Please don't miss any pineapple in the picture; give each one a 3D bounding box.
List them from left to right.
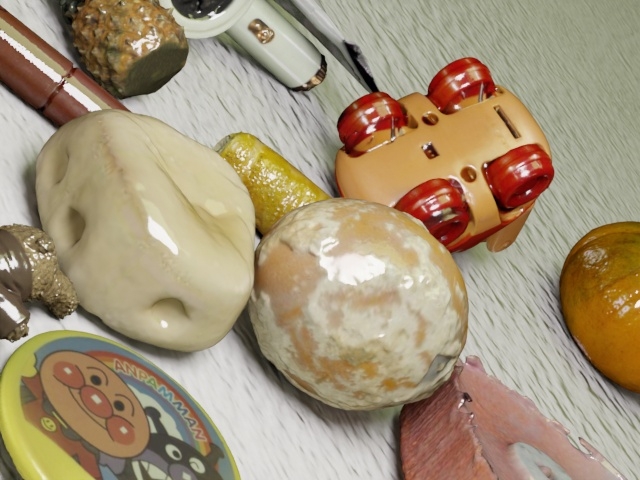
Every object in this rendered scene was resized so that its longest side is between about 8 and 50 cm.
[{"bbox_3d":[-0.216,-0.232,1.560,0.108,0.108,0.197,0,46,-55],"label":"pineapple"}]

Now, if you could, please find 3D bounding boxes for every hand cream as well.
[{"bbox_3d":[-0.016,-0.282,1.862,0.336,0.076,0.121,54,3,40],"label":"hand cream"}]

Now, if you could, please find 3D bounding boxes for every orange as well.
[{"bbox_3d":[0.410,0.080,1.957,0.240,0.171,0.240,34,28,-21],"label":"orange"}]

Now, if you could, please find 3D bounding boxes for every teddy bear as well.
[{"bbox_3d":[-0.242,0.020,1.201,0.119,0.078,0.160,57,27,12],"label":"teddy bear"}]

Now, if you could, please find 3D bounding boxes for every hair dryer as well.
[{"bbox_3d":[-0.096,-0.263,1.746,0.362,0.128,0.203,38,7,-45],"label":"hair dryer"}]

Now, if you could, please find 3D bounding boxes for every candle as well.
[{"bbox_3d":[0.175,0.242,1.461,0.287,0.131,0.317,52,17,24],"label":"candle"}]

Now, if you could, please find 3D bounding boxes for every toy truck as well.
[{"bbox_3d":[0.140,-0.062,1.786,0.265,0.239,0.189,-23,66,-18],"label":"toy truck"}]

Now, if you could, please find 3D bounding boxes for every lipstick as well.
[{"bbox_3d":[-0.282,-0.172,1.427,0.357,0.057,0.057,40,28,-15],"label":"lipstick"}]

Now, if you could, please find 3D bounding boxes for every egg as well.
[{"bbox_3d":[0.033,0.057,1.425,0.233,0.195,0.195,45,24,-30],"label":"egg"}]

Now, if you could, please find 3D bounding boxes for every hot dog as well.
[{"bbox_3d":[0.001,0.000,1.587,0.289,0.083,0.068,40,47,-13],"label":"hot dog"}]

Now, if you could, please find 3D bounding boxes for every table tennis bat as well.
[{"bbox_3d":[-0.161,0.182,1.130,0.224,0.054,0.368,42,24,-7],"label":"table tennis bat"}]

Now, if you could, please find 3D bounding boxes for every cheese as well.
[{"bbox_3d":[-0.141,-0.015,1.355,0.235,0.117,0.218,55,26,8],"label":"cheese"}]

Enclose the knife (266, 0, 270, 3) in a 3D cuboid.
[{"bbox_3d":[-0.072,-0.294,1.943,0.207,0.014,0.030,42,22,-11],"label":"knife"}]
